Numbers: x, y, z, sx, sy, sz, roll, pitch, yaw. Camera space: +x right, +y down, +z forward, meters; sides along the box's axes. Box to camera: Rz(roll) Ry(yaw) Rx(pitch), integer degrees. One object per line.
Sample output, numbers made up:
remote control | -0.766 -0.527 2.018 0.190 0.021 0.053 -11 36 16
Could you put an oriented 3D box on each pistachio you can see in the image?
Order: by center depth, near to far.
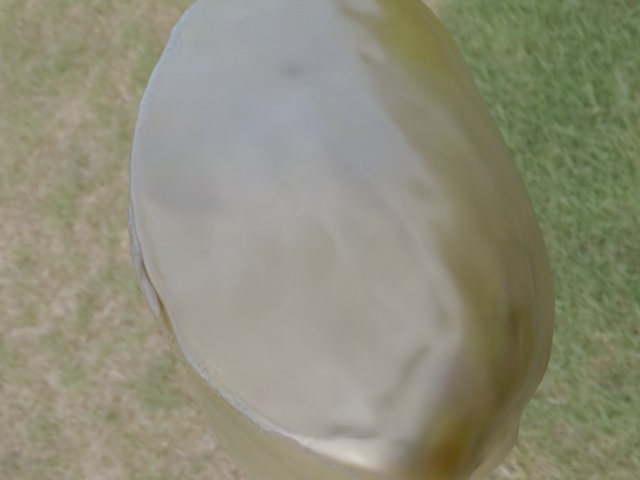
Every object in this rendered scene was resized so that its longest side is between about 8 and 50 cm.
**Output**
pistachio | 0.000 0.000 0.665 0.166 0.197 0.288 -59 36 35
